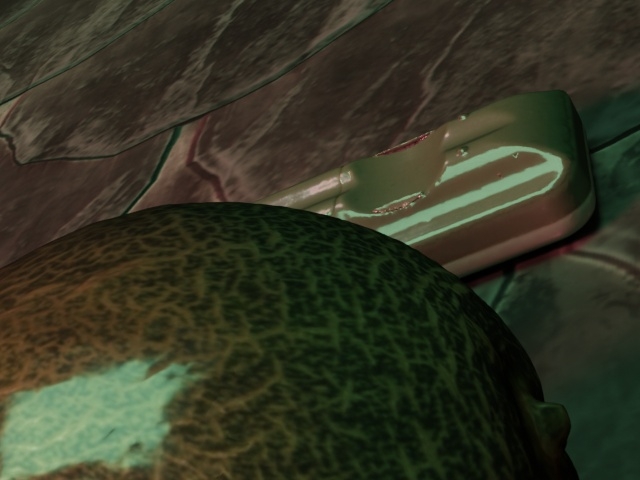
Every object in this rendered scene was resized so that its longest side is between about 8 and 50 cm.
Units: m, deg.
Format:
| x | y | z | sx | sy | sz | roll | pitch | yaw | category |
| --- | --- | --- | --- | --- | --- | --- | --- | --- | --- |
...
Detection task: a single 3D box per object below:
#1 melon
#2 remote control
| x | y | z | sx | sy | sz | roll | pitch | yaw | category |
| --- | --- | --- | --- | --- | --- | --- | --- | --- | --- |
| -0.067 | 0.125 | 0.441 | 0.329 | 0.248 | 0.248 | -30 | 25 | 17 | melon |
| 0.000 | 0.000 | 0.796 | 0.335 | 0.065 | 0.128 | -22 | 24 | 18 | remote control |
